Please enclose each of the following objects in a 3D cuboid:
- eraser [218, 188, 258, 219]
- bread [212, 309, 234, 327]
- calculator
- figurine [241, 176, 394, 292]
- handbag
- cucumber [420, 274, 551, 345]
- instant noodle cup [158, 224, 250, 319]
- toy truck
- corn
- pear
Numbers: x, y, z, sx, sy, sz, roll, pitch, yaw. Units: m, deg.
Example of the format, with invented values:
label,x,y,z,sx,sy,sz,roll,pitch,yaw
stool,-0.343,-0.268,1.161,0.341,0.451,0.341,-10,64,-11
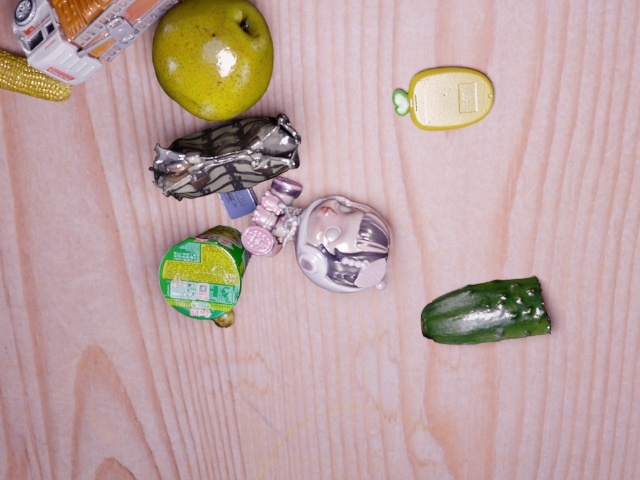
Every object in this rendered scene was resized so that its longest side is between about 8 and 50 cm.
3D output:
label,x,y,z,sx,sy,sz,roll,pitch,yaw
eraser,-0.236,-0.168,1.768,0.082,0.036,0.225,-20,104,16
bread,-0.279,0.192,1.880,0.110,0.060,0.066,41,124,-5
calculator,0.286,-0.330,1.637,0.234,0.032,0.146,-5,107,8
figurine,0.003,-0.008,1.699,0.361,0.253,0.211,15,153,11
handbag,-0.206,-0.186,1.573,0.325,0.327,0.163,-15,98,-2
cucumber,0.405,0.187,1.754,0.325,0.105,0.145,-9,107,14
instant noodle cup,-0.267,0.058,1.743,0.207,0.233,0.207,2,107,8
toy truck,-0.507,-0.517,1.581,0.387,0.173,0.207,-33,65,19
corn,-0.753,-0.417,1.738,0.293,0.106,0.106,14,109,0
pear,-0.235,-0.416,1.563,0.294,0.294,0.294,3,108,8
